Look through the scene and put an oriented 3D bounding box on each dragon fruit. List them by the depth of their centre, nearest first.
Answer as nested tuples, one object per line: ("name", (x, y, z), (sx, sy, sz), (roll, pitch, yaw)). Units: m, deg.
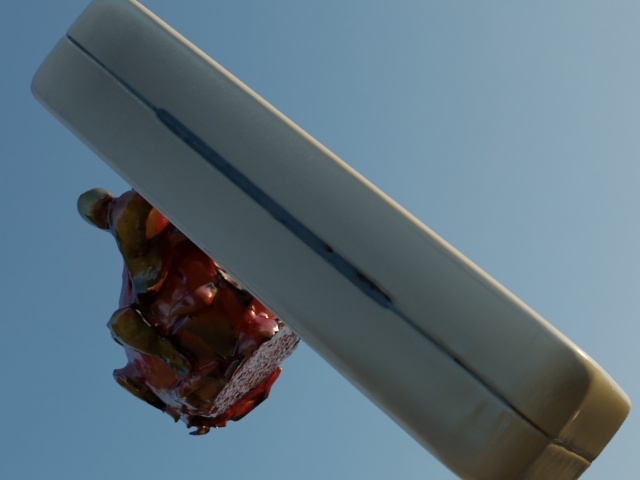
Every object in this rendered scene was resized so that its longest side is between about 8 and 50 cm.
("dragon fruit", (-0.083, 0.041, 0.784), (0.208, 0.150, 0.133), (52, -121, -29))

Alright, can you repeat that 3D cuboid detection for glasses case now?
("glasses case", (0.000, 0.000, 0.620), (0.076, 0.336, 0.144), (-51, -25, 2))
